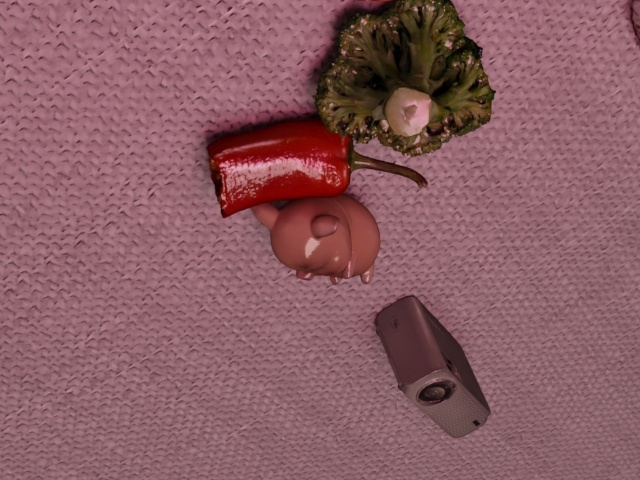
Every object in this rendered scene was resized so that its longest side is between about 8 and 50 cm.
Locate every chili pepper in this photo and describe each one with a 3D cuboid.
[{"bbox_3d":[-0.009,-0.132,1.856,0.338,0.131,0.134,-10,111,-6],"label":"chili pepper"}]

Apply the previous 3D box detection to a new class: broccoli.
[{"bbox_3d":[0.119,-0.227,1.720,0.269,0.269,0.254,-33,107,13],"label":"broccoli"}]

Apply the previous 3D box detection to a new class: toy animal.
[{"bbox_3d":[0.009,-0.007,1.955,0.167,0.154,0.250,-7,170,27],"label":"toy animal"}]

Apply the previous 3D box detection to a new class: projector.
[{"bbox_3d":[0.223,0.257,2.292,0.108,0.198,0.250,-32,137,11],"label":"projector"}]

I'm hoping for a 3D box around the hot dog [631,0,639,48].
[{"bbox_3d":[0.562,-0.370,1.893,0.099,0.053,0.192,-26,140,7],"label":"hot dog"}]
